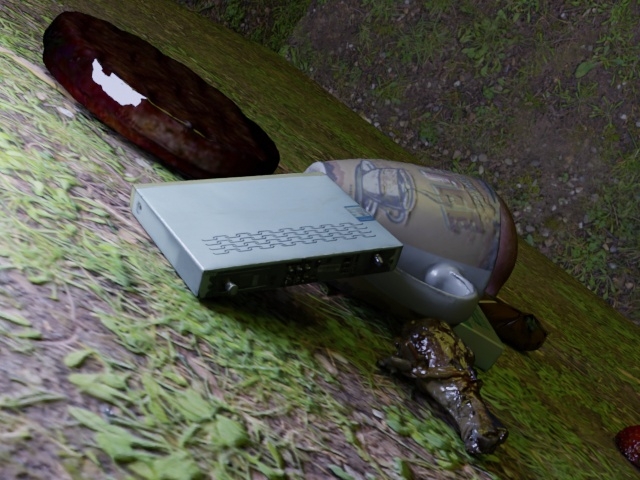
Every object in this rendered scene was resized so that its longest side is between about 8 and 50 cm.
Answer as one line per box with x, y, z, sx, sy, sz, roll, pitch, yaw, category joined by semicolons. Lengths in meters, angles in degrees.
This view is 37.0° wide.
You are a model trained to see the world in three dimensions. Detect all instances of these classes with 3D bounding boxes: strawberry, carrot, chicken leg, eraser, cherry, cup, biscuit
0.558;0.347;1.558;0.146;0.082;0.187;40;7;-6;strawberry
0.308;0.130;1.718;0.229;0.069;0.069;29;14;-17;carrot
0.156;0.176;1.149;0.125;0.080;0.196;1;42;-51;chicken leg
0.217;0.123;1.533;0.096;0.052;0.225;30;13;-15;eraser
0.288;-0.010;1.853;0.239;0.206;0.239;35;0;0;cherry
0.095;0.013;1.312;0.257;0.227;0.301;13;25;-20;cup
-0.247;-0.209;1.482;0.407;0.091;0.407;35;13;-9;biscuit

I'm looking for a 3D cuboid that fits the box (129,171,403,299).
-0.061;-0.011;1.106;0.270;0.045;0.211;-8;37;-36;box
